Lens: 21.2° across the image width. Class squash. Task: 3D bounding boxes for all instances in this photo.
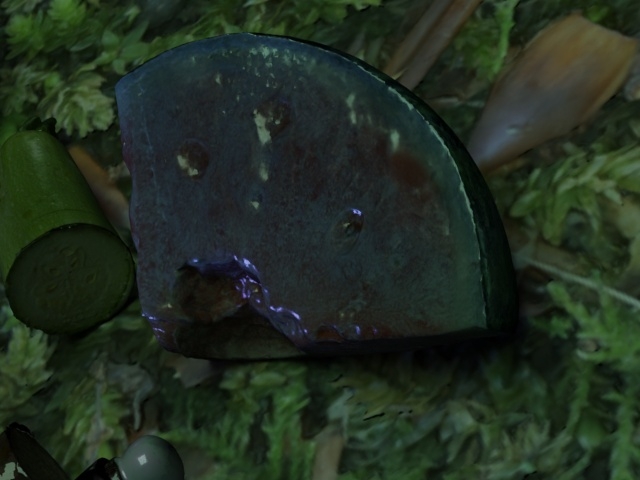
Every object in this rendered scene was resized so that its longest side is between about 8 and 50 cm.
[{"bbox_3d":[-0.200,-0.031,1.269,0.094,0.094,0.224,-33,38,7],"label":"squash"}]

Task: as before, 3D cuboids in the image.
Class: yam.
[{"bbox_3d":[-0.222,0.186,1.114,0.127,0.084,0.084,-39,45,6],"label":"yam"}]

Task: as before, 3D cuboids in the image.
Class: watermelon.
[{"bbox_3d":[0.000,0.000,1.103,0.318,0.148,0.226,34,96,30],"label":"watermelon"}]

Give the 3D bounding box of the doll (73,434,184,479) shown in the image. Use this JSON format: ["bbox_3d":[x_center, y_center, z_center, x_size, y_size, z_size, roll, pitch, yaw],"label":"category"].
[{"bbox_3d":[-0.199,0.241,0.955,0.310,0.240,0.284,-10,91,8],"label":"doll"}]
